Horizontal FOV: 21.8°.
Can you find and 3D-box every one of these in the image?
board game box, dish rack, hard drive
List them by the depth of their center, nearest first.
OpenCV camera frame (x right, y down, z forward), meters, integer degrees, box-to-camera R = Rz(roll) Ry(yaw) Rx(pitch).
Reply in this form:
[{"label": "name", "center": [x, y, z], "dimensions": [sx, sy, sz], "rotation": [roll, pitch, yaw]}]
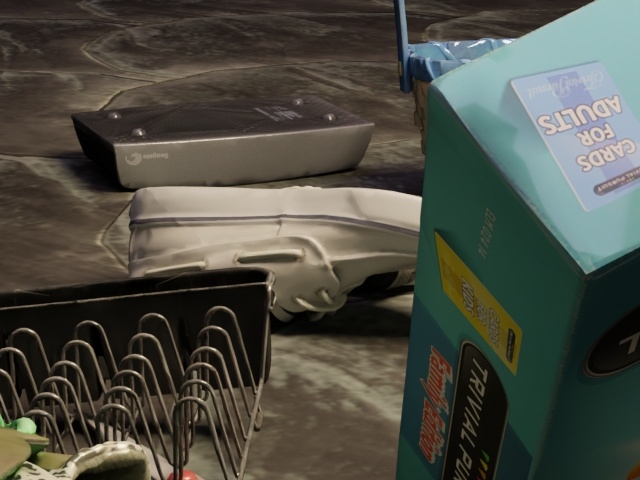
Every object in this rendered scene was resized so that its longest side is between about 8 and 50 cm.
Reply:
[{"label": "board game box", "center": [0.155, 0.017, 0.610], "dimensions": [0.253, 0.336, 0.079], "rotation": [-27, 62, -16]}, {"label": "dish rack", "center": [-0.129, 0.094, 0.844], "dimensions": [0.208, 0.074, 0.271], "rotation": [-7, 17, 5]}, {"label": "hard drive", "center": [-0.094, -0.096, 1.583], "dimensions": [0.254, 0.054, 0.172], "rotation": [-6, 17, -22]}]

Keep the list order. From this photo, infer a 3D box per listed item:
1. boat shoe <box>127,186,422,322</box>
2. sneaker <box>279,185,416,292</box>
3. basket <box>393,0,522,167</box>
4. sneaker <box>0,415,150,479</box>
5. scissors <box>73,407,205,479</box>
[{"label": "boat shoe", "center": [-0.015, 0.012, 1.137], "dimensions": [0.267, 0.088, 0.096], "rotation": [3, -10, 19]}, {"label": "sneaker", "center": [0.000, 0.000, 1.228], "dimensions": [0.170, 0.063, 0.075], "rotation": [15, 15, 28]}, {"label": "basket", "center": [0.179, -0.163, 1.392], "dimensions": [0.254, 0.289, 0.201], "rotation": [0, 16, -6]}, {"label": "sneaker", "center": [-0.164, 0.120, 0.678], "dimensions": [0.182, 0.158, 0.410], "rotation": [-9, 26, -36]}, {"label": "scissors", "center": [-0.069, 0.131, 0.844], "dimensions": [0.297, 0.021, 0.109], "rotation": [15, 22, 41]}]
